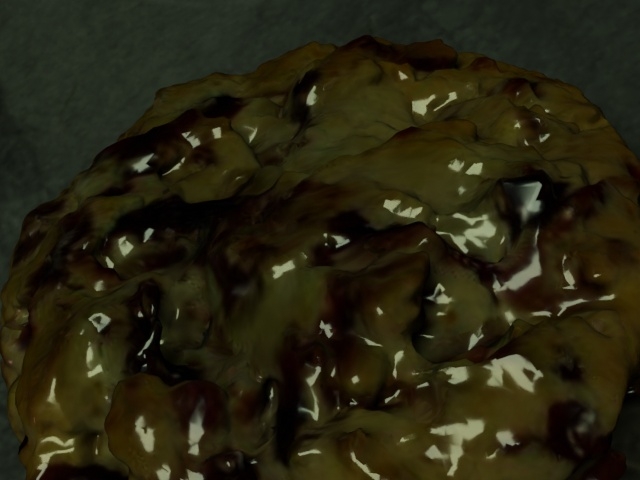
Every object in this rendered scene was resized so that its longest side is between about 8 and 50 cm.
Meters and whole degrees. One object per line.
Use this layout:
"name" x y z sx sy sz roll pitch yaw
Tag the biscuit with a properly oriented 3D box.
"biscuit" -0.004 0.001 0.556 0.289 0.081 0.334 -16 35 1
